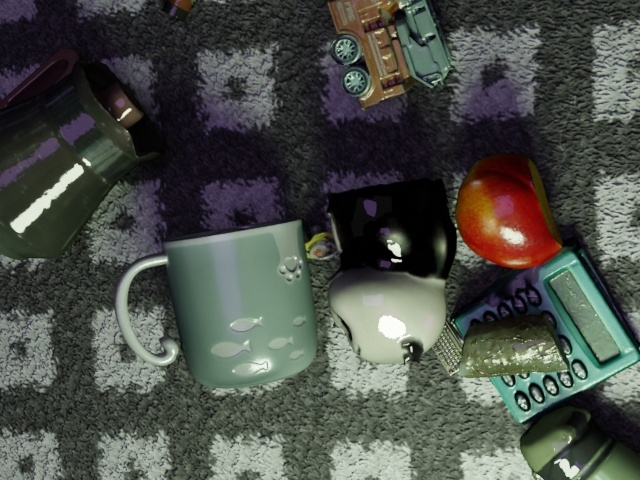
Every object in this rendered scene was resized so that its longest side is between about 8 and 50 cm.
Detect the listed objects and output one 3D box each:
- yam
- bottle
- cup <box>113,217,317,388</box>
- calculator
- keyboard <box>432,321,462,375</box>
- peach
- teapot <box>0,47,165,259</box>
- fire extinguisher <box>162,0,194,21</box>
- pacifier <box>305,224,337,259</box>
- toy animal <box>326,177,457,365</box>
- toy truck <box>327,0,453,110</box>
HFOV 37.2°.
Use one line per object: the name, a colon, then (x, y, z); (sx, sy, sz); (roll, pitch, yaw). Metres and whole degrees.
yam: (0.322, 0.181, 1.611); (0.183, 0.107, 0.107); (-10, 90, 19)
bottle: (0.493, 0.427, 1.603); (0.347, 0.168, 0.168); (44, 103, 14)
cup: (-0.183, 0.122, 1.697); (0.356, 0.259, 0.275); (-11, 93, -20)
calculator: (0.390, 0.164, 1.669); (0.274, 0.058, 0.248); (-33, 83, 16)
keyboard: (0.222, 0.180, 1.740); (0.049, 0.015, 0.129); (-33, 84, 15)
peach: (0.328, -0.051, 1.608); (0.192, 0.190, 0.190); (18, 98, 13)
teapot: (-0.508, -0.185, 1.818); (0.361, 0.305, 0.376); (-35, 54, 6)
fire extinguisher: (-0.246, -0.509, 1.823); (0.062, 0.050, 0.177); (40, 105, 50)
pacifier: (0.000, 0.000, 1.782); (0.083, 0.068, 0.064); (-38, 47, 35)
toy animal: (0.120, 0.057, 1.646); (0.250, 0.251, 0.310); (-7, 92, 16)
toy truck: (0.100, -0.413, 1.644); (0.184, 0.133, 0.338); (-14, 103, 21)
